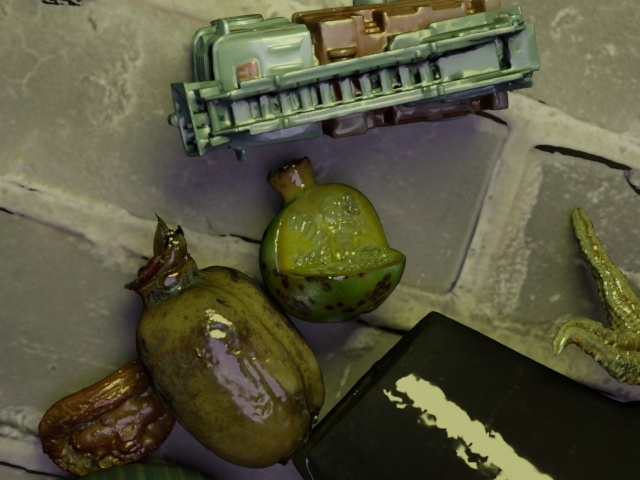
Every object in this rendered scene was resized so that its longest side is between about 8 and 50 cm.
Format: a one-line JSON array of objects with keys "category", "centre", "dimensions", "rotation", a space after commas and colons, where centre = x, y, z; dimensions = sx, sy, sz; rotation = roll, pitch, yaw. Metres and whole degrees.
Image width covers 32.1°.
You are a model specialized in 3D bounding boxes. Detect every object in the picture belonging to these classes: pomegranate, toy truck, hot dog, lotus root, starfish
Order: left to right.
[{"category": "hot dog", "centre": [-0.215, 0.182, 1.131], "dimensions": [0.147, 0.065, 0.099], "rotation": [-27, 116, -8]}, {"category": "lotus root", "centre": [-0.106, 0.102, 1.098], "dimensions": [0.154, 0.154, 0.278], "rotation": [-38, 99, -3]}, {"category": "pomegranate", "centre": [-0.002, 0.009, 1.117], "dimensions": [0.143, 0.122, 0.169], "rotation": [-32, 72, -33]}, {"category": "toy truck", "centre": [0.021, -0.156, 1.046], "dimensions": [0.338, 0.184, 0.133], "rotation": [-10, 103, -11]}, {"category": "starfish", "centre": [0.373, 0.111, 1.127], "dimensions": [0.347, 0.358, 0.078], "rotation": [31, 120, 12]}]

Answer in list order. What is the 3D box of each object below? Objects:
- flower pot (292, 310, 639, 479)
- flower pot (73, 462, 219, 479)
[{"category": "flower pot", "centre": [0.135, 0.224, 1.111], "dimensions": [0.251, 0.379, 0.379], "rotation": [43, 90, 4]}, {"category": "flower pot", "centre": [-0.168, 0.318, 1.105], "dimensions": [0.242, 0.157, 0.189], "rotation": [7, 129, -20]}]
